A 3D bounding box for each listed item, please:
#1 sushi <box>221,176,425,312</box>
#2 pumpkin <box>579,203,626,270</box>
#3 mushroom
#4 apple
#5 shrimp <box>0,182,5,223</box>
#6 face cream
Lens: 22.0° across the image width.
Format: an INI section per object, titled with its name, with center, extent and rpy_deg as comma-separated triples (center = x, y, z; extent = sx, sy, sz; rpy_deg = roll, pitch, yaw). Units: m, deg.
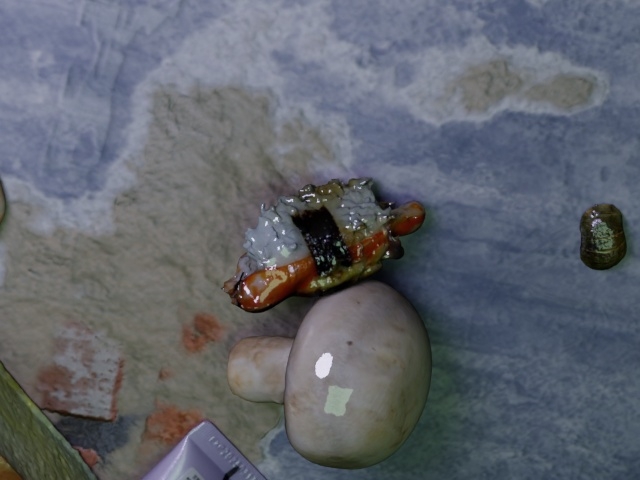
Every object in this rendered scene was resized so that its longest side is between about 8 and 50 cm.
[sushi]
center = -0.001, -0.004, 1.659
extent = 0.226, 0.097, 0.103
rpy_deg = -19, 121, -20
[pumpkin]
center = 0.299, 0.002, 1.740
extent = 0.050, 0.028, 0.083
rpy_deg = -13, 119, 4
[mushroom]
center = 0.022, 0.135, 1.721
extent = 0.206, 0.209, 0.206
rpy_deg = -10, 110, -30
[apple]
center = -0.370, 0.218, 1.742
extent = 0.179, 0.254, 0.346
rpy_deg = -50, 127, -25
[shrimp]
center = -0.454, -0.047, 1.594
extent = 0.289, 0.075, 0.178
rpy_deg = 1, 115, -7
[face cream]
center = -0.190, 0.332, 1.868
extent = 0.274, 0.096, 0.154
rpy_deg = -38, 117, 2
